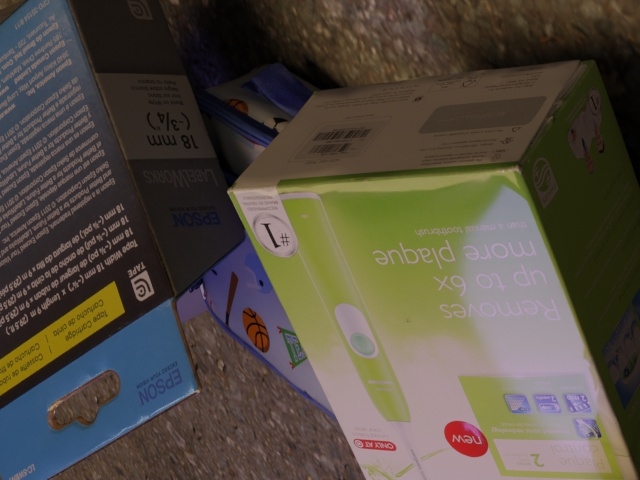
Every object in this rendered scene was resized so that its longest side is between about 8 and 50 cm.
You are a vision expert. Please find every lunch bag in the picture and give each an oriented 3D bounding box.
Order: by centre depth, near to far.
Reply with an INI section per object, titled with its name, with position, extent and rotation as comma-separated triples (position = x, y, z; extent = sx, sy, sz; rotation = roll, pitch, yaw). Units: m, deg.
[lunch bag]
position = 0.000, 0.000, 1.321
extent = 0.303, 0.115, 0.243
rotation = 32, 139, 42

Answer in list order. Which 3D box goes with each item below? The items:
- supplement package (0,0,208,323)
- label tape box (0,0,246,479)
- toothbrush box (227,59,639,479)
[supplement package]
position = -0.222, -0.062, 1.569
extent = 0.293, 0.175, 0.177
rotation = 45, 148, 28
[label tape box]
position = -0.185, 0.000, 1.325
extent = 0.240, 0.106, 0.334
rotation = -32, 72, 37
[toothbrush box]
position = 0.102, 0.045, 1.069
extent = 0.206, 0.122, 0.283
rotation = -2, 126, 36
